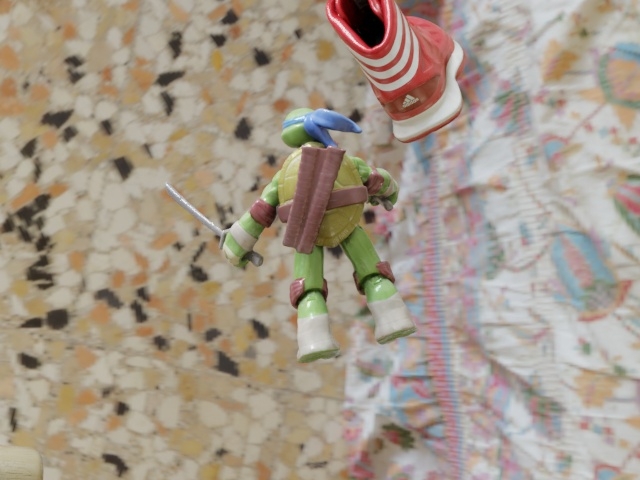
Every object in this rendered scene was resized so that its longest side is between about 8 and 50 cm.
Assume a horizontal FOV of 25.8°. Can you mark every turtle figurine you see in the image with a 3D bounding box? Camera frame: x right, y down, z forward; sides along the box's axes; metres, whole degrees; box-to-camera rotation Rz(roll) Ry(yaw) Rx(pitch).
[{"bbox_3d":[0.000,0.000,1.573,0.198,0.274,0.266,-5,74,-41],"label":"turtle figurine"}]

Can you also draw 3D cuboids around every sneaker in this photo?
[{"bbox_3d":[0.064,-0.182,1.196,0.087,0.221,0.128,-28,115,7],"label":"sneaker"}]

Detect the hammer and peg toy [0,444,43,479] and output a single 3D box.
[{"bbox_3d":[-0.256,0.191,0.805,0.127,0.361,0.266,9,116,-26],"label":"hammer and peg toy"}]
